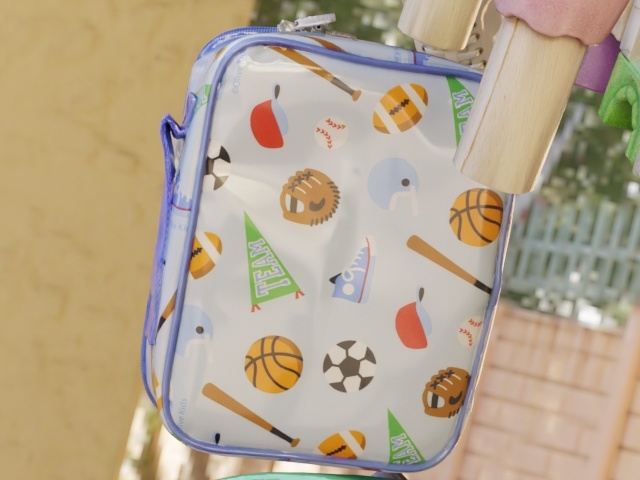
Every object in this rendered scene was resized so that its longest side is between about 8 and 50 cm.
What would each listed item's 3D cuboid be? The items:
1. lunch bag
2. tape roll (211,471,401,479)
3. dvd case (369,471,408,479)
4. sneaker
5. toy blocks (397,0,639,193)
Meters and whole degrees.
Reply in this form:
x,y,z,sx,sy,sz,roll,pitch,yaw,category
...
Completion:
x,y,z,sx,sy,sz,roll,pitch,yaw,category
0.000,0.000,1.290,0.243,0.303,0.115,8,8,-11,lunch bag
-0.004,0.261,0.821,0.321,0.321,0.077,13,-2,26,tape roll
-0.022,0.257,1.285,0.022,0.253,0.180,59,-7,-21,dvd case
0.138,-0.180,1.777,0.106,0.123,0.290,4,-15,22,sneaker
0.225,-0.160,0.980,0.309,0.260,0.288,14,21,-11,toy blocks
